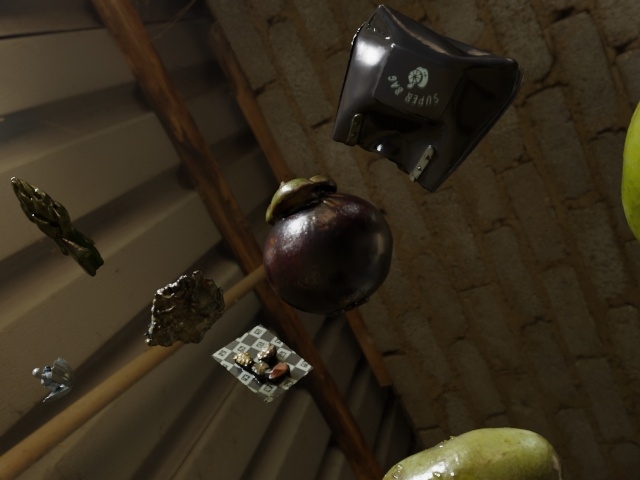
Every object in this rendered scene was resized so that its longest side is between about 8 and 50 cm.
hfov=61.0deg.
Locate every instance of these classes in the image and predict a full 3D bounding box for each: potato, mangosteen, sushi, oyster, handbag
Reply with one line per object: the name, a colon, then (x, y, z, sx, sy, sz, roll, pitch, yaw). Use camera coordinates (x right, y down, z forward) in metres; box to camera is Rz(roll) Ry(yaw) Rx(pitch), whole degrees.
potato: (0.218, 0.392, 0.811, 0.210, 0.307, 0.173, 54, -170, 0)
mangosteen: (0.000, 0.000, 1.240, 0.307, 0.307, 0.346, -8, -110, -64)
sushi: (-0.181, 0.354, 1.643, 0.193, 0.280, 0.043, -31, -48, -30)
oyster: (-0.389, 0.203, 1.522, 0.198, 0.260, 0.092, 53, -167, -30)
handbag: (0.184, -0.275, 1.079, 0.342, 0.287, 0.152, 30, -165, 17)

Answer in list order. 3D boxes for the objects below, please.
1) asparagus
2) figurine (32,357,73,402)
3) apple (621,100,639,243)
asparagus: (-0.594, -0.034, 1.228, 0.287, 0.080, 0.080, 46, -151, -4)
figurine: (-0.622, 0.324, 1.274, 0.094, 0.082, 0.086, -113, 2, -83)
apple: (0.310, -0.054, 0.369, 0.196, 0.196, 0.157, 49, 180, -37)
